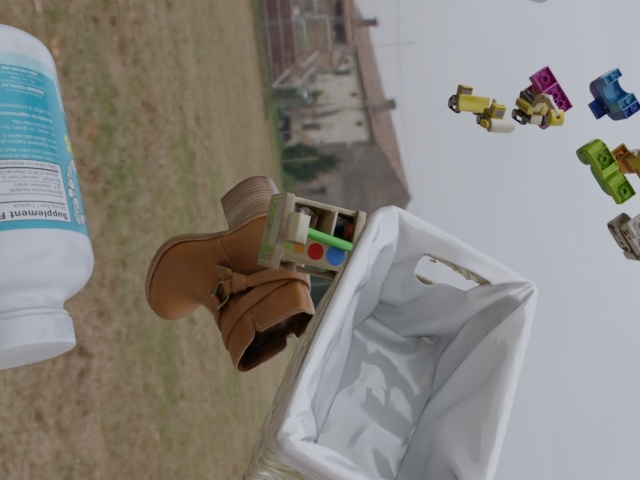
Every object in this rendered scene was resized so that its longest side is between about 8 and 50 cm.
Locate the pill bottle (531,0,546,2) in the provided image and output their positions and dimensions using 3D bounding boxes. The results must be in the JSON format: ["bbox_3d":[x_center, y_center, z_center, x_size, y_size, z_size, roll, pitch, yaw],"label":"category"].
[{"bbox_3d":[0.166,-0.382,0.975,0.153,0.264,0.153,-163,-90,-77],"label":"pill bottle"}]

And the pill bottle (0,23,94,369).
[{"bbox_3d":[-0.271,-0.032,0.684,0.146,0.146,0.264,87,-11,-77],"label":"pill bottle"}]

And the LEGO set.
[{"bbox_3d":[0.293,-0.088,0.852,0.227,0.087,0.093,56,-4,-6],"label":"LEGO set"}]

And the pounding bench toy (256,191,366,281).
[{"bbox_3d":[0.000,0.000,0.569,0.083,0.065,0.052,-175,-82,-75],"label":"pounding bench toy"}]

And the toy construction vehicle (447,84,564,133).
[{"bbox_3d":[0.173,-0.127,0.783,0.098,0.085,0.035,-108,-156,-66],"label":"toy construction vehicle"}]

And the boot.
[{"bbox_3d":[-0.086,0.054,0.741,0.197,0.073,0.152,-46,-132,32],"label":"boot"}]

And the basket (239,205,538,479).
[{"bbox_3d":[0.039,0.085,0.482,0.167,0.113,0.103,-64,-176,-35],"label":"basket"}]
